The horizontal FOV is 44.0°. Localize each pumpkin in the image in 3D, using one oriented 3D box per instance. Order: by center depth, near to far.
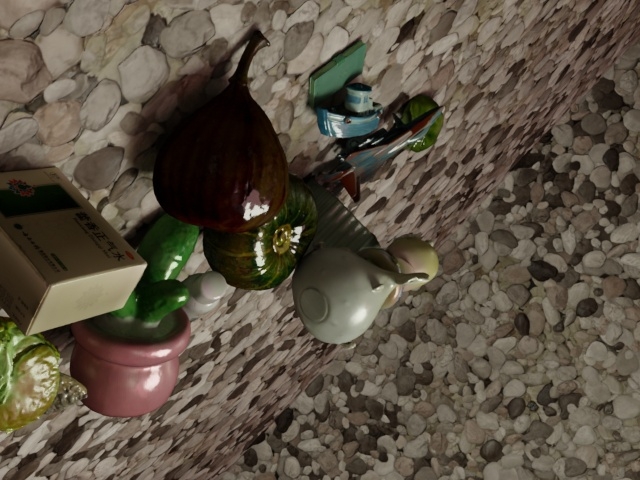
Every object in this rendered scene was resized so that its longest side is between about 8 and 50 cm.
[{"bbox_3d":[-0.131,-0.030,1.545,0.260,0.189,0.260,-33,134,-43],"label":"pumpkin"}]

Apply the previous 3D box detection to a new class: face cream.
[{"bbox_3d":[-0.257,0.118,1.573,0.082,0.082,0.269,-34,-178,-31],"label":"face cream"}]

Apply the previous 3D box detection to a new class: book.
[{"bbox_3d":[0.032,-0.321,1.526,0.135,0.017,0.103,-39,163,-17],"label":"book"}]

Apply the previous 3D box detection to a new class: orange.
[{"bbox_3d":[-0.518,0.198,1.201,0.179,0.159,0.237,-64,159,5],"label":"orange"}]

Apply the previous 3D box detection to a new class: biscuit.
[{"bbox_3d":[-0.536,0.265,1.358,0.250,0.032,0.133,-21,126,16],"label":"biscuit"}]

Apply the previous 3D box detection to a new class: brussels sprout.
[{"bbox_3d":[0.251,-0.289,1.962,0.181,0.100,0.139,-13,124,-41],"label":"brussels sprout"}]

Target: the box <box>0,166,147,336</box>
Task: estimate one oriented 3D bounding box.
[{"bbox_3d":[-0.364,0.007,1.047,0.168,0.212,0.095,-14,143,-58],"label":"box"}]

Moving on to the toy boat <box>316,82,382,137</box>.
[{"bbox_3d":[0.056,-0.270,1.592,0.215,0.088,0.102,-26,131,-52],"label":"toy boat"}]

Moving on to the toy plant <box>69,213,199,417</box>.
[{"bbox_3d":[-0.346,0.136,1.389,0.317,0.211,0.356,-19,135,-51],"label":"toy plant"}]

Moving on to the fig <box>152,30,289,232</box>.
[{"bbox_3d":[-0.142,-0.177,1.269,0.217,0.217,0.320,-1,103,-65],"label":"fig"}]

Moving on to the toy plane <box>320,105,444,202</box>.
[{"bbox_3d":[0.144,-0.219,1.836,0.326,0.104,0.223,-43,162,2],"label":"toy plane"}]

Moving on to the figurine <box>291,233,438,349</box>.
[{"bbox_3d":[0.137,0.080,1.660,0.275,0.226,0.394,-6,-171,45],"label":"figurine"}]

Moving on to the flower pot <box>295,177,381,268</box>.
[{"bbox_3d":[0.000,0.000,1.832,0.189,0.239,0.209,-47,-169,-1],"label":"flower pot"}]
